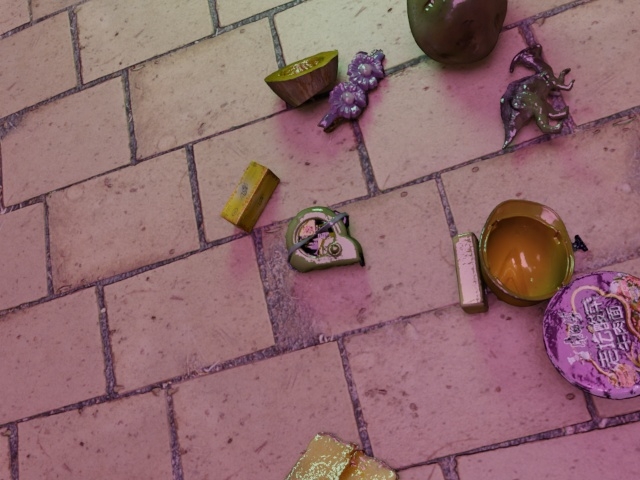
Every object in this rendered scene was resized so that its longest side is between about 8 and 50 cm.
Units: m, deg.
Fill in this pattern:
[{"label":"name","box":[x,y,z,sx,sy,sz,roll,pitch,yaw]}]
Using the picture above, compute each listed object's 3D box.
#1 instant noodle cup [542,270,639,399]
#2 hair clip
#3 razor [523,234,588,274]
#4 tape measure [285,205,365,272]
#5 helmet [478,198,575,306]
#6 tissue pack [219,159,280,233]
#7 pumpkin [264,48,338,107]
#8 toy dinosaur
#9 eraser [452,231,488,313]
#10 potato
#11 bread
[{"label":"instant noodle cup","box":[0.586,0.204,1.277,0.251,0.190,0.251,-4,74,15]},{"label":"hair clip","box":[0.093,-0.409,1.670,0.106,0.084,0.292,33,82,5]},{"label":"razor","box":[0.539,0.038,1.425,0.155,0.028,0.044,-29,69,8]},{"label":"tape measure","box":[0.000,0.000,1.565,0.200,0.106,0.175,-12,86,16]},{"label":"helmet","box":[0.443,0.051,1.376,0.205,0.140,0.257,12,57,5]},{"label":"tissue pack","box":[-0.187,-0.116,1.658,0.062,0.095,0.176,28,84,23]},{"label":"pumpkin","box":[-0.037,-0.436,1.684,0.217,0.217,0.110,-17,109,12]},{"label":"toy dinosaur","box":[0.532,-0.354,1.514,0.162,0.077,0.294,12,65,24]},{"label":"eraser","box":[0.348,0.078,1.427,0.058,0.117,0.172,-10,73,19]},{"label":"potato","box":[0.341,-0.613,1.558,0.243,0.221,0.326,-22,63,47]},{"label":"bread","box":[0.038,0.546,1.382,0.240,0.135,0.178,17,81,23]}]
